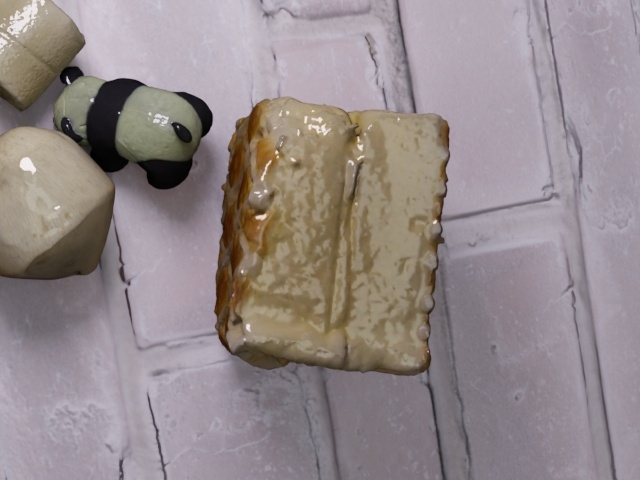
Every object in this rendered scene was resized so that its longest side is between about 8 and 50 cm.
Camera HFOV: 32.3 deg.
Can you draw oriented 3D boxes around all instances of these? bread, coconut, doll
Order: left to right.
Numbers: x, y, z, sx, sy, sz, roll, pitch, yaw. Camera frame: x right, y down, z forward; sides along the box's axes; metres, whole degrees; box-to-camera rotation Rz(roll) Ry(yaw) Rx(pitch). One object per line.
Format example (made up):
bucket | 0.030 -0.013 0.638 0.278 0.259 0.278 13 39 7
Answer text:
bread | -0.423 -0.277 1.525 0.148 0.134 0.141 35 76 16
coconut | -0.387 -0.040 1.513 0.224 0.224 0.224 0 90 -20
doll | -0.270 -0.168 1.574 0.234 0.135 0.143 17 78 16
bread | 0.000 0.000 1.562 0.279 0.390 0.371 8 89 -11
